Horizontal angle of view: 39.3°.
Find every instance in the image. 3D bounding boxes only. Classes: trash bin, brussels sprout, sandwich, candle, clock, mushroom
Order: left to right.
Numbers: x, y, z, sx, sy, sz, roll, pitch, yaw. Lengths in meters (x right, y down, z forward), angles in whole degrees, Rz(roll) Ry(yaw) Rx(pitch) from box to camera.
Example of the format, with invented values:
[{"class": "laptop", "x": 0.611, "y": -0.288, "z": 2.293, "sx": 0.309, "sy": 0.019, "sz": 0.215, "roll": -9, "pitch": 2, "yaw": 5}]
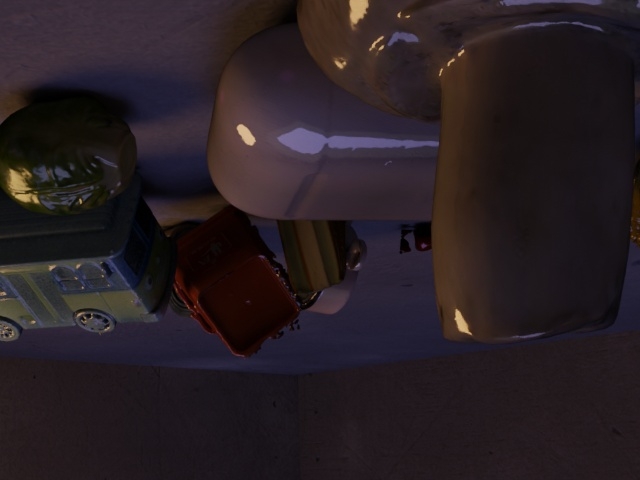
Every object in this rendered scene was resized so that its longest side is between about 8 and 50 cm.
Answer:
[{"class": "brussels sprout", "x": -0.279, "y": -0.086, "z": 0.975, "sx": 0.155, "sy": 0.117, "sz": 0.155, "roll": 8, "pitch": 164, "yaw": 2}, {"class": "trash bin", "x": -0.119, "y": 0.075, "z": 1.305, "sx": 0.161, "sy": 0.184, "sz": 0.239, "roll": -35, "pitch": -159, "yaw": -7}, {"class": "clock", "x": -0.001, "y": 0.037, "z": 1.432, "sx": 0.063, "sy": 0.155, "sz": 0.229, "roll": 12, "pitch": 163, "yaw": -28}, {"class": "sandwich", "x": 0.000, "y": 0.000, "z": 1.237, "sx": 0.079, "sy": 0.163, "sz": 0.113, "roll": -20, "pitch": 162, "yaw": 16}, {"class": "candle", "x": 0.296, "y": -0.011, "z": 1.499, "sx": 0.329, "sy": 0.048, "sz": 0.051, "roll": -4, "pitch": 179, "yaw": 4}, {"class": "mushroom", "x": 0.128, "y": -0.112, "z": 0.490, "sx": 0.314, "sy": 0.336, "sz": 0.314, "roll": 1, "pitch": 174, "yaw": 0}]

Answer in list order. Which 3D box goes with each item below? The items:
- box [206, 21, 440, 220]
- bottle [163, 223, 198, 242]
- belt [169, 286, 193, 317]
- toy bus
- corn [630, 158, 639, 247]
[{"class": "box", "x": 0.066, "y": -0.107, "z": 0.888, "sx": 0.349, "sy": 0.141, "sz": 0.288, "roll": 0, "pitch": 167, "yaw": -11}, {"class": "bottle", "x": -0.256, "y": 0.029, "z": 1.489, "sx": 0.099, "sy": 0.098, "sz": 0.152, "roll": 11, "pitch": 165, "yaw": -41}, {"class": "belt", "x": -0.185, "y": 0.065, "z": 1.538, "sx": 0.082, "sy": 0.141, "sz": 0.190, "roll": 9, "pitch": 159, "yaw": -42}, {"class": "toy bus", "x": -0.371, "y": 0.023, "z": 1.223, "sx": 0.312, "sy": 0.152, "sz": 0.190, "roll": -5, "pitch": 139, "yaw": 11}, {"class": "corn", "x": 0.472, "y": -0.058, "z": 1.244, "sx": 0.097, "sy": 0.097, "sz": 0.320, "roll": -6, "pitch": 165, "yaw": 15}]
